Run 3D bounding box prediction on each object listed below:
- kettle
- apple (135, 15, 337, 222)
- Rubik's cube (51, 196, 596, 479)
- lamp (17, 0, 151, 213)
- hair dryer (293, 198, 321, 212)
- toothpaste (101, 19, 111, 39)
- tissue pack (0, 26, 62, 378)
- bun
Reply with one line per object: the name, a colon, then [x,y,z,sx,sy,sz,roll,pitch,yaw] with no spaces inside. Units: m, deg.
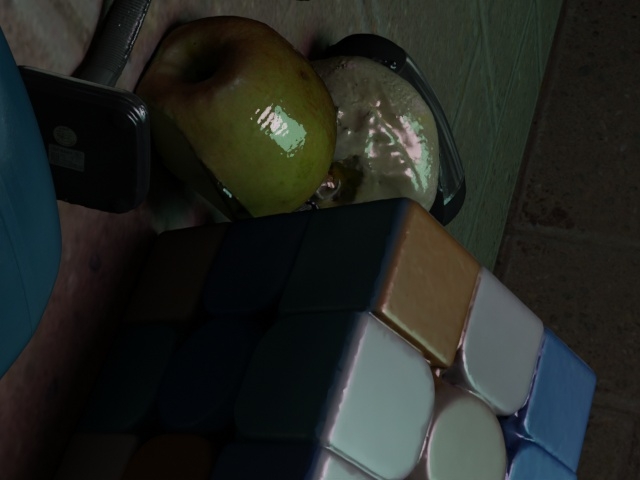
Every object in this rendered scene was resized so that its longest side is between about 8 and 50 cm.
kettle: [0.072,-0.141,1.450,0.251,0.207,0.271,-73,153,-48]
apple: [-0.074,-0.120,1.072,0.188,0.174,0.207,72,18,-61]
Rubik's cube: [0.006,0.201,1.018,0.347,0.346,0.344,38,58,-35]
lamp: [-0.116,-0.152,0.866,0.124,0.203,0.283,102,5,-60]
hair dryer: [-0.019,0.037,1.252,0.225,0.219,0.088,21,54,-37]
toothpaste: [-0.159,-0.230,0.965,0.037,0.021,0.140,47,59,-58]
tissue pack: [-0.243,-0.046,0.522,0.287,0.198,0.206,79,30,-45]
bun: [0.020,-0.094,1.253,0.141,0.239,0.239,-67,161,-63]
